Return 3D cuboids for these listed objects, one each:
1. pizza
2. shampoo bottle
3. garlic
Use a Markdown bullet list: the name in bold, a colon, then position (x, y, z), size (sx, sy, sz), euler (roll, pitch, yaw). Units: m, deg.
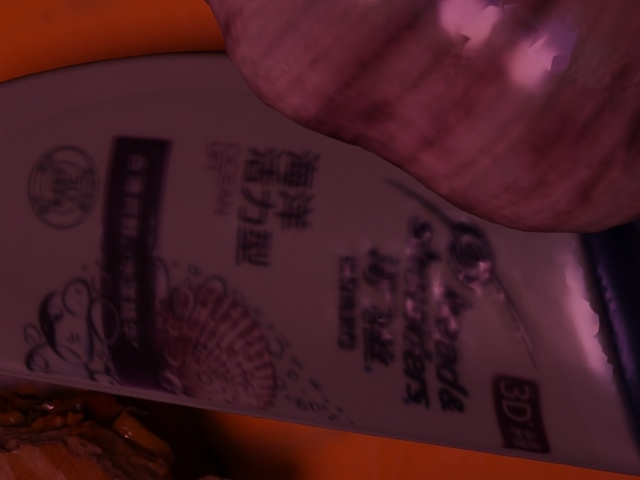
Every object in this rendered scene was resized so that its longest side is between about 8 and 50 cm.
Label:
- **pizza**: position (-0.119, 0.110, 0.800), size (0.246, 0.058, 0.127), euler (-18, 108, 44)
- **shampoo bottle**: position (0.000, 0.000, 0.690), size (0.359, 0.078, 0.134), euler (6, 102, 31)
- **garlic**: position (0.050, -0.106, 0.573), size (0.245, 0.245, 0.253), euler (60, 156, 5)
